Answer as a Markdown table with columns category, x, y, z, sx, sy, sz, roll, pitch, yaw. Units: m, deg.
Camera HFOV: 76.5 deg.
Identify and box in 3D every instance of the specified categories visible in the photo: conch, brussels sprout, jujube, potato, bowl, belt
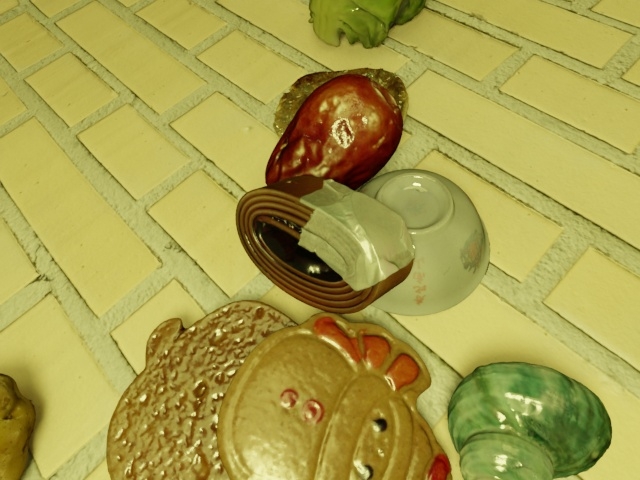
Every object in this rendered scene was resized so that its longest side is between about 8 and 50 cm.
| category | x | y | z | sx | sy | sz | roll | pitch | yaw |
| --- | --- | --- | --- | --- | --- | --- | --- | --- | --- |
| conch | 0.306 | 0.295 | 0.623 | 0.277 | 0.195 | 0.220 | -29 | 86 | -38 |
| brussels sprout | 0.148 | -0.791 | 1.129 | 0.343 | 0.361 | 0.425 | 28 | 67 | 18 |
| jujube | 0.022 | -0.196 | 0.861 | 0.318 | 0.223 | 0.223 | -39 | 57 | 27 |
| potato | -0.628 | 0.410 | 0.687 | 0.196 | 0.176 | 0.369 | 26 | 70 | -23 |
| bowl | 0.182 | -0.035 | 0.820 | 0.346 | 0.157 | 0.345 | -3 | 61 | 6 |
| belt | 0.000 | 0.000 | 0.752 | 0.339 | 0.217 | 0.122 | 25 | 33 | 29 |

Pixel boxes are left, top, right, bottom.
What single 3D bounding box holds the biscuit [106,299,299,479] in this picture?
| category | x | y | z | sx | sy | sz | roll | pitch | yaw |
| --- | --- | --- | --- | --- | --- | --- | --- | --- | --- |
| biscuit | -0.191 | 0.284 | 0.731 | 0.394 | 0.070 | 0.350 | -37 | 67 | -17 |

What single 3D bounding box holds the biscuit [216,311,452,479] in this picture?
| category | x | y | z | sx | sy | sz | roll | pitch | yaw |
| --- | --- | --- | --- | --- | --- | --- | --- | --- | --- |
| biscuit | 0.035 | 0.299 | 0.656 | 0.381 | 0.074 | 0.358 | 25 | 62 | 7 |

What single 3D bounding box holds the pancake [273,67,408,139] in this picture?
| category | x | y | z | sx | sy | sz | roll | pitch | yaw |
| --- | --- | --- | --- | --- | --- | --- | --- | --- | --- |
| pancake | 0.048 | -0.331 | 1.058 | 0.356 | 0.065 | 0.356 | -4 | 60 | 6 |
